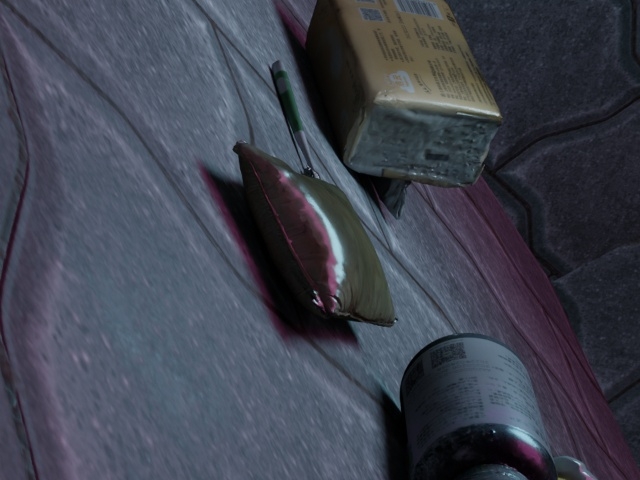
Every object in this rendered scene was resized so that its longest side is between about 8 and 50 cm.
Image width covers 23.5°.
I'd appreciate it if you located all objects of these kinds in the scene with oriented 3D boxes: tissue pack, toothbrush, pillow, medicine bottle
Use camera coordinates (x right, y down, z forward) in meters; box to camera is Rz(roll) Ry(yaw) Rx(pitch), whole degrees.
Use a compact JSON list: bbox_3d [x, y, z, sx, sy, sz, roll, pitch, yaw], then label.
[{"bbox_3d":[0.100,-0.200,2.238,0.238,0.238,0.305,52,14,-41],"label":"tissue pack"},{"bbox_3d":[-0.030,-0.141,1.878,0.024,0.018,0.257,44,20,-40],"label":"toothbrush"},{"bbox_3d":[0.000,0.000,1.506,0.185,0.075,0.302,62,10,11],"label":"pillow"},{"bbox_3d":[0.153,0.210,1.503,0.141,0.141,0.293,58,11,-18],"label":"medicine bottle"}]

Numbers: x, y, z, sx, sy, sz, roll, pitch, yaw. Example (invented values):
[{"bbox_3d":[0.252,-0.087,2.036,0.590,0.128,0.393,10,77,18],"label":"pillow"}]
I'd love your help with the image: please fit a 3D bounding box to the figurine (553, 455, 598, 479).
[{"bbox_3d":[0.263,0.339,1.723,0.236,0.133,0.176,-25,96,-77],"label":"figurine"}]
